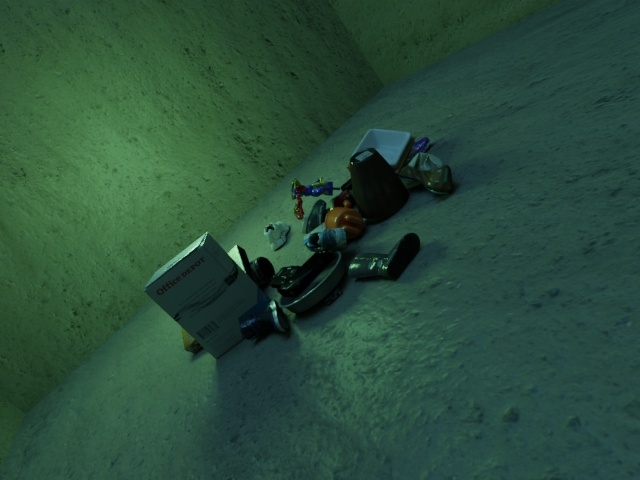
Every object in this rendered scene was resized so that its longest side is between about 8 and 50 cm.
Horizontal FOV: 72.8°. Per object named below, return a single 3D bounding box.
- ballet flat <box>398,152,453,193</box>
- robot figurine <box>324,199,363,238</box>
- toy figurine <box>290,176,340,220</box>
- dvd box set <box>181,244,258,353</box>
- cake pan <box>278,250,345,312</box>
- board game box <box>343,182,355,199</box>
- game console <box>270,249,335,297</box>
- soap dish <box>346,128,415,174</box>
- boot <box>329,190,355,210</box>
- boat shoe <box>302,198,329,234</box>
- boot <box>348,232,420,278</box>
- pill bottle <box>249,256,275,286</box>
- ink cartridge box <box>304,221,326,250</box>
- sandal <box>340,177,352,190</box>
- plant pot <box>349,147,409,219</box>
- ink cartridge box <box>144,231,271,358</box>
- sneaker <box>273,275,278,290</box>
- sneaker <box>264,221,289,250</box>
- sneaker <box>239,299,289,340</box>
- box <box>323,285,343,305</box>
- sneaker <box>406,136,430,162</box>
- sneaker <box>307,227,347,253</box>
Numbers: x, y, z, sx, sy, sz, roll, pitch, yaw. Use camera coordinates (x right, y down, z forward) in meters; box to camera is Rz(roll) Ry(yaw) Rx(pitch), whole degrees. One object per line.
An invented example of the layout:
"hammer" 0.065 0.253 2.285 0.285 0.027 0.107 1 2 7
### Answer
"ballet flat" 0.395 -0.264 1.630 0.116 0.124 0.342 3 16 -12
"robot figurine" 0.095 -0.075 1.780 0.128 0.158 0.219 -26 15 -15
"toy figurine" -0.016 -0.206 2.022 0.217 0.191 0.362 -10 6 -7
"dvd box set" -0.467 0.256 1.942 0.420 0.062 0.307 -45 39 10
"cake pan" -0.026 0.153 1.560 0.293 0.054 0.293 -38 13 10
"board game box" 0.205 -0.227 1.952 0.136 0.030 0.260 -29 32 -1
"game console" -0.094 0.126 1.635 0.213 0.044 0.361 -44 13 -22
"soap dish" 0.271 -0.371 1.912 0.229 0.118 0.291 11 47 22
"boot" 0.147 -0.205 2.048 0.176 0.088 0.244 -26 20 31
"boat shoe" -0.006 -0.113 2.153 0.099 0.116 0.319 12 28 10
"boot" 0.202 0.054 1.400 0.189 0.076 0.208 -45 13 -22
"pill bottle" -0.328 0.172 2.014 0.219 0.123 0.123 -30 21 26
"ink cartridge box" -0.013 -0.018 1.966 0.122 0.052 0.088 -36 19 13
"sandal" 0.172 -0.282 2.000 0.179 0.040 0.067 -39 25 8
"plant pot" 0.209 -0.239 1.710 0.215 0.230 0.215 -21 31 13
"ink cartridge box" -0.421 0.211 1.678 0.285 0.395 0.166 -37 19 6
"sneaker" -0.177 0.165 1.851 0.047 0.057 0.119 -35 18 18
"sneaker" -0.248 -0.056 2.394 0.110 0.118 0.292 -37 17 12
"sneaker" -0.200 0.302 1.522 0.163 0.086 0.226 -33 12 -6
"box" 0.035 0.182 1.477 0.067 0.018 0.083 -42 19 -7
"sneaker" 0.397 -0.421 2.039 0.236 0.104 0.095 -32 19 18
"sneaker" 0.000 0.000 1.694 0.122 0.110 0.283 -1 -10 -19
